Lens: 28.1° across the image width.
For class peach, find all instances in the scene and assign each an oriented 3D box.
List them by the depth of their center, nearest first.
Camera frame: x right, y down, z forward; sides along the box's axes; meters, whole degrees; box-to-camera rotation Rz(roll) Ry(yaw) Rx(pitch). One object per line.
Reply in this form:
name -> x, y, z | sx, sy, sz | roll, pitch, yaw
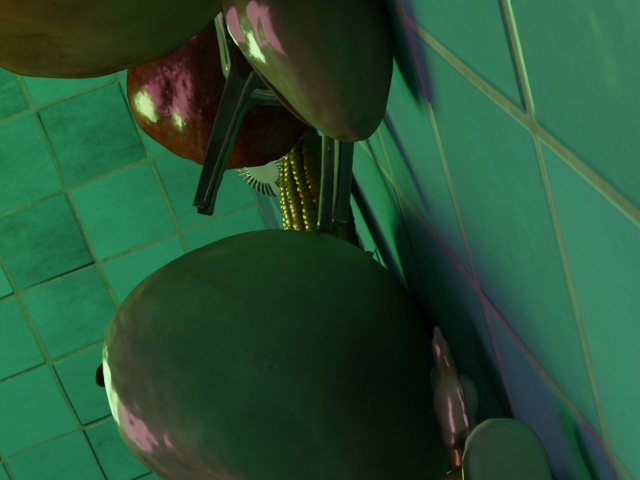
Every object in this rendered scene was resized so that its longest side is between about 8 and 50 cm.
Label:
peach -> -0.119, -0.207, 1.562 | 0.257, 0.232, 0.232 | 97, 151, -76

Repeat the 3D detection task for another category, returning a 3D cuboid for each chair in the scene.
chair -> -0.054, -0.156, 1.316 | 0.203, 0.190, 0.275 | 140, 137, -84

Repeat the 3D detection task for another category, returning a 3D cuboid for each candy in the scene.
candy -> -0.009, 0.144, 1.334 | 0.386, 0.186, 0.427 | 49, -146, -4

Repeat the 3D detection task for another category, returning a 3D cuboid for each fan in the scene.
fan -> -0.039, -0.080, 1.860 | 0.244, 0.130, 0.074 | 58, -136, -23

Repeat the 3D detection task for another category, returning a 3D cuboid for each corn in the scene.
corn -> 0.000, -0.002, 1.610 | 0.102, 0.102, 0.313 | 80, 178, -65

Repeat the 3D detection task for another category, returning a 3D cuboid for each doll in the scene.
doll -> 0.148, 0.272, 1.102 | 0.423, 0.161, 0.348 | -126, 28, -75

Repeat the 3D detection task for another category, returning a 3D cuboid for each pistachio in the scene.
pistachio -> -0.005, -0.166, 1.050 | 0.124, 0.124, 0.185 | -138, 25, -79

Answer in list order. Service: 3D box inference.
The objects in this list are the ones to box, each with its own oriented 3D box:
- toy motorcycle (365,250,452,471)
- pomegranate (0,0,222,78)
toy motorcycle -> 0.058, 0.156, 1.760 | 0.359, 0.125, 0.212 | 67, 166, -4
pomegranate -> -0.195, -0.337, 1.096 | 0.411, 0.411, 0.412 | 159, 90, -85
